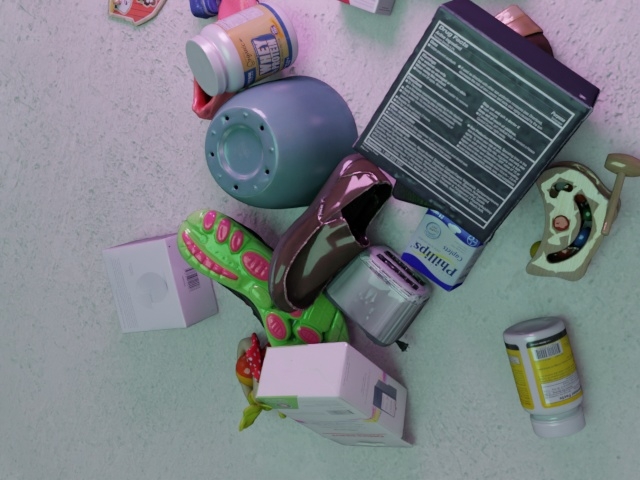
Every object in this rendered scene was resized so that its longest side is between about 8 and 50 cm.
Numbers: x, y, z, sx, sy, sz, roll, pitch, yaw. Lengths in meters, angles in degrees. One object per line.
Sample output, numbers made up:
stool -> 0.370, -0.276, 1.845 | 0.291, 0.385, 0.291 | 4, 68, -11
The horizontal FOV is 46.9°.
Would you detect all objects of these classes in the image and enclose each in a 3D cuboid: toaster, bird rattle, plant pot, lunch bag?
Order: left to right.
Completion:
lunch bag -> -0.253, -0.554, 1.660 | 0.065, 0.067, 0.099 | -6, 97, 31
bird rattle -> -0.161, 0.319, 1.757 | 0.207, 0.143, 0.254 | 42, 144, 55
plant pot -> -0.103, -0.197, 1.557 | 0.292, 0.235, 0.293 | 8, 106, 30
toaster -> 0.131, 0.115, 1.556 | 0.227, 0.129, 0.146 | 43, 117, 17

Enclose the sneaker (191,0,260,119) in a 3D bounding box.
sneaker -> -0.210, -0.407, 1.629 | 0.115, 0.136, 0.314 | 23, 112, 23

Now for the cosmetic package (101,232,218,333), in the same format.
cosmetic package -> -0.405, 0.105, 1.865 | 0.224, 0.138, 0.224 | -8, 97, 31

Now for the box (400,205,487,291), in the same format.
box -> 0.254, 0.011, 1.490 | 0.126, 0.072, 0.137 | 36, 118, 20

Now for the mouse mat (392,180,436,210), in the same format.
mouse mat -> 0.235, -0.154, 1.458 | 0.152, 0.007, 0.190 | 17, 86, 26

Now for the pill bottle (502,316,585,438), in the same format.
pill bottle -> 0.433, 0.262, 1.416 | 0.119, 0.119, 0.209 | -13, 95, 32

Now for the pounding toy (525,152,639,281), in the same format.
pounding toy -> 0.440, -0.049, 1.315 | 0.154, 0.155, 0.270 | 28, 115, 17

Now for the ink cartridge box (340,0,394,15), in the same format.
ink cartridge box -> 0.096, -0.549, 1.450 | 0.127, 0.072, 0.175 | 27, 115, 23

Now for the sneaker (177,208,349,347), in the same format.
sneaker -> -0.111, 0.101, 1.682 | 0.185, 0.202, 0.483 | -42, 95, 7

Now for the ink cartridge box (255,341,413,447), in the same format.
ink cartridge box -> 0.050, 0.343, 1.598 | 0.207, 0.353, 0.119 | -8, 56, 32

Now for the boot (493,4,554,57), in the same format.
boot -> 0.319, -0.287, 1.369 | 0.248, 0.090, 0.207 | -32, 82, 29

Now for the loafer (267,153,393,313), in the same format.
loafer -> 0.023, -0.008, 1.499 | 0.130, 0.133, 0.366 | 28, 88, 47

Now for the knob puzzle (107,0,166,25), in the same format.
knob puzzle -> -0.444, -0.616, 1.781 | 0.213, 0.030, 0.213 | 7, 105, 29

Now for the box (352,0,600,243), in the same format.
box -> 0.270, -0.212, 1.285 | 0.296, 0.183, 0.294 | 37, 123, 7

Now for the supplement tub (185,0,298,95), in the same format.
supplement tub -> -0.162, -0.394, 1.525 | 0.144, 0.199, 0.144 | 45, 154, 29
